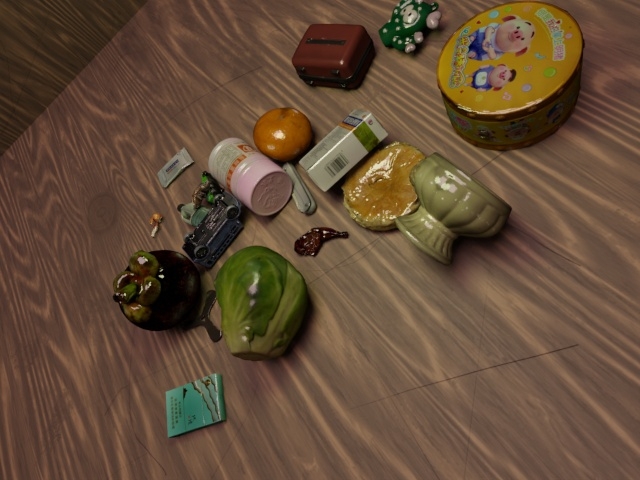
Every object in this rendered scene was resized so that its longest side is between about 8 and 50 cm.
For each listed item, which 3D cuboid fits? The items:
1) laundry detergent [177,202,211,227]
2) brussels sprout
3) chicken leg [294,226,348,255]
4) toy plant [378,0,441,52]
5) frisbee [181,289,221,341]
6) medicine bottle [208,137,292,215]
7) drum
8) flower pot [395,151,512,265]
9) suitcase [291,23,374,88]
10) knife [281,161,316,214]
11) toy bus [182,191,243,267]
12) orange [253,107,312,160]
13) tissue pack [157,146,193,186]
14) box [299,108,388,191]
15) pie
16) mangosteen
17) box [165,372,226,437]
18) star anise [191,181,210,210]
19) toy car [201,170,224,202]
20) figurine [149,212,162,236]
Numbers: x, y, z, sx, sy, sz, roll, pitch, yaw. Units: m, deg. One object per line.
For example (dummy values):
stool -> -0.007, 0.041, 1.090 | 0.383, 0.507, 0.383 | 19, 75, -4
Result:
laundry detergent -> -0.531, -0.109, 1.891 | 0.225, 0.070, 0.099 | 23, 82, 32
brussels sprout -> -0.202, 0.199, 1.468 | 0.314, 0.276, 0.372 | -23, 61, 21
chicken leg -> -0.004, -0.005, 1.591 | 0.205, 0.053, 0.093 | -32, 81, 20
toy plant -> 0.350, -0.848, 1.735 | 0.243, 0.112, 0.233 | -45, 54, 10
frisbee -> -0.460, 0.304, 1.712 | 0.187, 0.012, 0.211 | -21, 61, 19
medicine bottle -> -0.279, -0.254, 1.742 | 0.315, 0.202, 0.202 | 38, 89, 36
drum -> 0.591, -0.511, 1.406 | 0.430, 0.214, 0.432 | -10, 66, 23
flower pot -> 0.366, -0.087, 1.303 | 0.244, 0.307, 0.307 | -53, 55, 15
suitcase -> 0.052, -0.756, 1.818 | 0.297, 0.161, 0.236 | 18, 77, 33
knife -> -0.091, -0.204, 1.725 | 0.073, 0.040, 0.266 | -43, 54, 25
toy bus -> -0.410, -0.042, 1.764 | 0.292, 0.133, 0.125 | -52, 51, 1
orange -> -0.147, -0.417, 1.762 | 0.240, 0.171, 0.240 | -8, 55, 12
tissue pack -> -0.690, -0.343, 2.099 | 0.193, 0.026, 0.123 | -41, 56, 5
box -> 0.074, -0.330, 1.604 | 0.299, 0.106, 0.200 | -41, 23, 5
pie -> 0.228, -0.189, 1.530 | 0.339, 0.083, 0.340 | -9, 66, 21
mangosteen -> -0.614, 0.179, 1.668 | 0.329, 0.330, 0.330 | -11, 64, 23
box -> -0.442, 0.581, 1.564 | 0.229, 0.041, 0.162 | -23, 60, 17
star anise -> -0.497, -0.199, 1.855 | 0.129, 0.056, 0.124 | -51, 33, 21
toy car -> -0.469, -0.229, 1.914 | 0.062, 0.071, 0.165 | -44, 55, 20
figurine -> -0.746, -0.069, 2.002 | 0.064, 0.047, 0.109 | -5, 71, 51
